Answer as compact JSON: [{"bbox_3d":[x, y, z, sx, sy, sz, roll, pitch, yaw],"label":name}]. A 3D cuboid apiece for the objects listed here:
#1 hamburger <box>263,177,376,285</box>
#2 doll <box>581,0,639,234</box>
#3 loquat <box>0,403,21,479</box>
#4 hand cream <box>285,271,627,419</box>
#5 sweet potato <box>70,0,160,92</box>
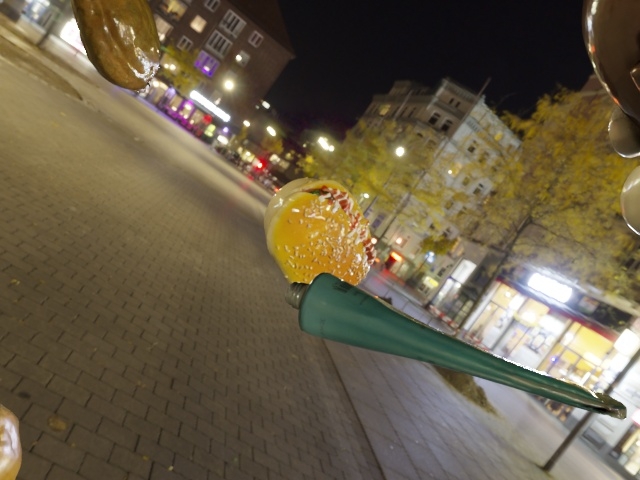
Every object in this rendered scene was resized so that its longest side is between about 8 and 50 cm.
[{"bbox_3d":[0.000,0.000,1.037,0.151,0.227,0.295,42,-14,46],"label":"hamburger"},{"bbox_3d":[0.231,-0.096,0.273,0.117,0.182,0.257,-12,-82,59],"label":"doll"},{"bbox_3d":[-0.564,0.320,0.671,0.238,0.238,0.193,31,30,-51],"label":"loquat"},{"bbox_3d":[0.078,0.072,0.325,0.224,0.048,0.083,17,-7,19],"label":"hand cream"},{"bbox_3d":[-0.209,-0.251,0.423,0.062,0.081,0.233,-25,97,-46],"label":"sweet potato"}]
